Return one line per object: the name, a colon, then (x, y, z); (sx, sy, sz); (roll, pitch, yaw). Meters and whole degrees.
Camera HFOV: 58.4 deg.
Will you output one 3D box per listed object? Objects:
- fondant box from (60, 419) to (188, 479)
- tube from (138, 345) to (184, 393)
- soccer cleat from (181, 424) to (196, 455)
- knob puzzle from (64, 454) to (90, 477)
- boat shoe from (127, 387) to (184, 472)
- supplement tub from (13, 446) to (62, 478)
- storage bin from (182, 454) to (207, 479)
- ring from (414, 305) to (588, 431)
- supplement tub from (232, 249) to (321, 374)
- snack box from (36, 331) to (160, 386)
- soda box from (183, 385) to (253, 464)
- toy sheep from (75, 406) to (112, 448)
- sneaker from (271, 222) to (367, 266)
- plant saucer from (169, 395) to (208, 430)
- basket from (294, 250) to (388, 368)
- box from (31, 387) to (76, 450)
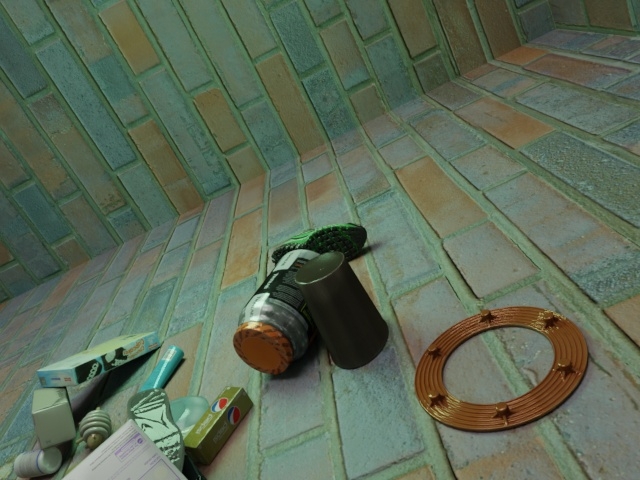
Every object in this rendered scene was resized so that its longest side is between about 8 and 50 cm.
fondant box: (-0.296, 0.499, 0.934); (0.330, 0.096, 0.238); (37, 60, 23)
tube: (-0.470, 0.398, 1.662); (0.080, 0.052, 0.207); (-17, 29, 36)
soccer cleat: (-0.358, 0.481, 1.308); (0.196, 0.076, 0.068); (-35, 23, -16)
knob puzzle: (-0.551, 0.591, 1.348); (0.213, 0.030, 0.213); (-29, 32, 20)
boat shoe: (-0.339, 0.429, 1.174); (0.118, 0.103, 0.320); (-14, 24, -17)
supplement tub: (-0.754, 0.594, 1.531); (0.107, 0.071, 0.071); (-18, 24, 21)
storage bin: (-0.303, 0.531, 1.128); (0.180, 0.084, 0.122); (-37, 23, -18)
ring: (0.336, 0.230, 1.111); (0.337, 0.032, 0.336); (-23, 23, 10)
supplement tub: (-0.085, 0.182, 1.487); (0.194, 0.193, 0.316); (-13, 26, 33)
snack box: (-0.690, 0.371, 1.805); (0.187, 0.060, 0.322); (-11, 6, 34)
soda box: (-0.236, 0.422, 1.319); (0.061, 0.058, 0.181); (-9, 30, 39)
toy sheep: (-0.606, 0.502, 1.540); (0.091, 0.091, 0.132); (-27, 40, 2)
sneaker: (0.000, 0.000, 1.860); (0.344, 0.134, 0.146); (-13, 26, 33)
plant saucer: (-0.375, 0.453, 1.443); (0.195, 0.037, 0.195); (-24, 23, 11)
basket: (0.045, 0.153, 1.353); (0.154, 0.226, 0.204); (-22, 24, 14)
box: (-0.757, 0.490, 1.625); (0.094, 0.113, 0.275); (-14, 6, -26)
